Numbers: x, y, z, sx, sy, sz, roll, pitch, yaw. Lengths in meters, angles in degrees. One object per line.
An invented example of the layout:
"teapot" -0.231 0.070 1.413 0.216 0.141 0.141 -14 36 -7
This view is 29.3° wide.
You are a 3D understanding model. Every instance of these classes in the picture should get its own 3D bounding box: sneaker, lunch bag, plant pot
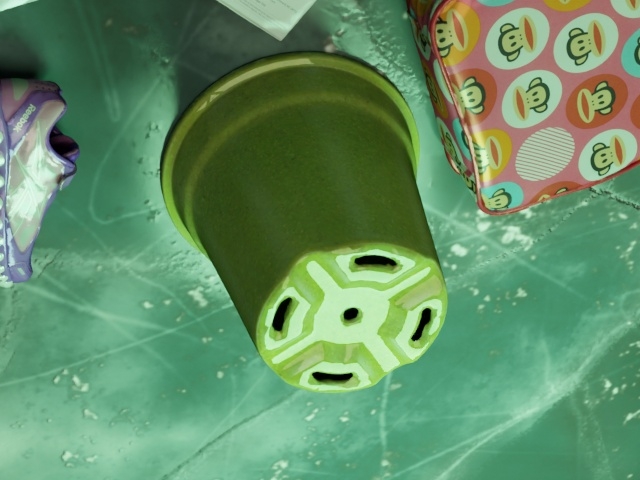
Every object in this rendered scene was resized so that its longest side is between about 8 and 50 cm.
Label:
"sneaker" -0.280 -0.057 1.168 0.105 0.095 0.236 -10 129 -20
"lunch bag" 0.233 -0.182 1.204 0.258 0.120 0.293 -21 130 -1
"plant pot" 0.000 0.000 1.189 0.276 0.254 0.276 -9 130 -11

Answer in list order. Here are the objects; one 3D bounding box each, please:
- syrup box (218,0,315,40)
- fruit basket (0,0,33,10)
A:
"syrup box" -0.002 -0.300 1.055 0.096 0.093 0.237 29 114 -33
"fruit basket" -0.181 -0.324 0.850 0.353 0.165 0.327 -23 130 -16
